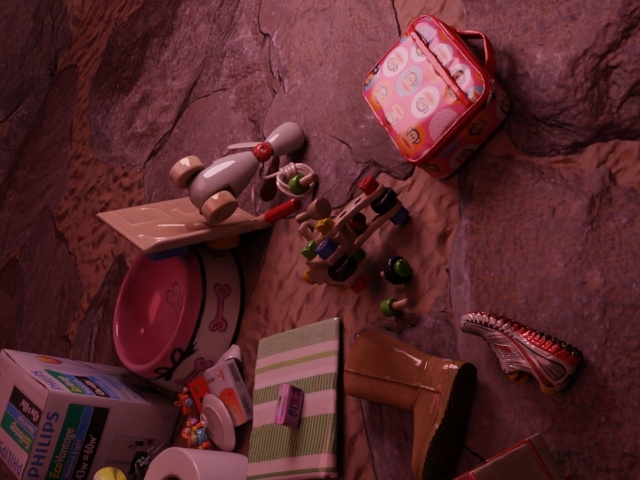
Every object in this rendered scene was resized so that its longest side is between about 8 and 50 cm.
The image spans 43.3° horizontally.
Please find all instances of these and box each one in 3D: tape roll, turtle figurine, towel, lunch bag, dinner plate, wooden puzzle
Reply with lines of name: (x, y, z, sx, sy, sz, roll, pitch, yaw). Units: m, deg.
tape roll: (-0.259, 0.577, 1.739, 0.246, 0.169, 0.246, -22, 60, 43)
turtle figurine: (-0.378, 0.605, 1.898, 0.234, 0.175, 0.118, -61, -4, -40)
towel: (-0.053, 0.341, 1.685, 0.248, 0.038, 0.325, -20, 56, 38)
lunch bag: (0.234, -0.294, 1.568, 0.258, 0.120, 0.293, -46, 47, 22)
dinner plate: (-0.239, 0.420, 1.843, 0.141, 0.017, 0.141, 27, 125, 46)
wooden puzzle: (-0.341, -0.029, 1.982, 0.348, 0.322, 0.081, 21, 118, 52)

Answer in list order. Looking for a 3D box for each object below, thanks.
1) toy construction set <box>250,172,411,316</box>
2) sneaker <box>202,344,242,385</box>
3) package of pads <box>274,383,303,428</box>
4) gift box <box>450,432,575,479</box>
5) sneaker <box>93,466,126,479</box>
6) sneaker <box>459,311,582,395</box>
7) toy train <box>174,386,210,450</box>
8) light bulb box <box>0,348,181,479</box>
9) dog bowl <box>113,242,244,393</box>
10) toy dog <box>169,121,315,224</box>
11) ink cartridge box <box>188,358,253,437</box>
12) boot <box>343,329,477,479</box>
toy construction set: (0.000, 0.000, 1.589, 0.237, 0.309, 0.257, -23, 51, 47)
sneaker: (-0.228, 0.306, 1.908, 0.152, 0.053, 0.061, -48, 21, 31)
package of pads: (-0.064, 0.336, 1.631, 0.032, 0.050, 0.083, -6, 65, 36)
gift box: (0.251, 0.462, 1.151, 0.255, 0.258, 0.276, -35, 71, 33)
sneaker: (-0.423, 0.602, 1.736, 0.240, 0.091, 0.126, 39, 124, 48)
sneaker: (0.309, 0.179, 1.314, 0.225, 0.088, 0.093, 26, 97, 50)
toy train: (-0.308, 0.427, 1.896, 0.166, 0.046, 0.125, 27, 127, 61)
light bulb box: (-0.617, 0.450, 2.043, 0.358, 0.361, 0.225, 15, 88, 50)
dog bowl: (-0.376, 0.176, 2.042, 0.408, 0.150, 0.408, -21, 61, 43)
toy dog: (-0.187, -0.148, 1.906, 0.161, 0.333, 0.220, 113, 142, -65)
ink cartridge box: (-0.239, 0.369, 1.853, 0.179, 0.045, 0.145, -31, 78, 34)
boot: (0.143, 0.298, 1.464, 0.269, 0.089, 0.236, 8, 71, 49)
